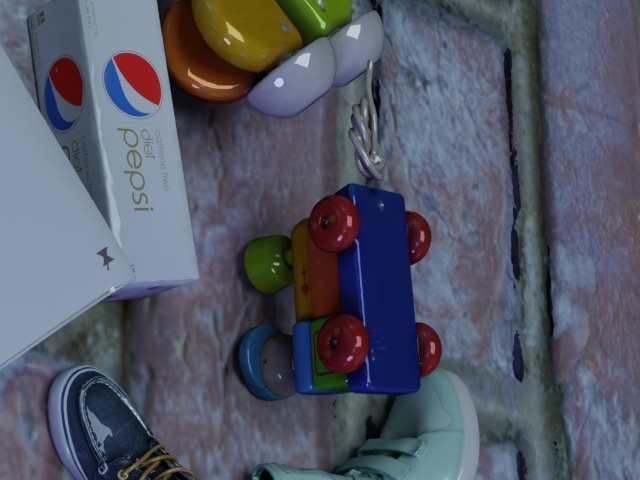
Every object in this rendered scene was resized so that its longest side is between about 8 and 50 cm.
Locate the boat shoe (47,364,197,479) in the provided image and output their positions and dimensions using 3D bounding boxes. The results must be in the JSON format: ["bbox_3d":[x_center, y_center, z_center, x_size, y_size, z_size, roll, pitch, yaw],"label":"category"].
[{"bbox_3d":[-0.112,0.162,0.797,0.065,0.083,0.183,-31,99,-44],"label":"boat shoe"}]

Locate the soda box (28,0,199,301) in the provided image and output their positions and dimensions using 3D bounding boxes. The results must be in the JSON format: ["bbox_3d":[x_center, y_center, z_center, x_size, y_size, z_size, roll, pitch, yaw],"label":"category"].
[{"bbox_3d":[-0.148,-0.068,0.843,0.069,0.074,0.216,-2,78,-43],"label":"soda box"}]

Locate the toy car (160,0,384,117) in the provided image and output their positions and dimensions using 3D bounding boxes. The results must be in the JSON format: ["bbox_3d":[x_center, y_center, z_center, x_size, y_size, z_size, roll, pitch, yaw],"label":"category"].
[{"bbox_3d":[-0.053,-0.165,0.917,0.159,0.136,0.182,53,40,-1],"label":"toy car"}]

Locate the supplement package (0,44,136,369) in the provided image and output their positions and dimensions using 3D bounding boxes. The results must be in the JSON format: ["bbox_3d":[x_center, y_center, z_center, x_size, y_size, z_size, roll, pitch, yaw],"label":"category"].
[{"bbox_3d":[-0.276,0.010,0.651,0.262,0.145,0.204,-38,104,-43],"label":"supplement package"}]

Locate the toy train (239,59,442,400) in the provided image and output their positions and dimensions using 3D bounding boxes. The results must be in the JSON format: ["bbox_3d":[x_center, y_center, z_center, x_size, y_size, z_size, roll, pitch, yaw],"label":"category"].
[{"bbox_3d":[0.000,0.000,0.912,0.105,0.143,0.248,10,70,-47],"label":"toy train"}]

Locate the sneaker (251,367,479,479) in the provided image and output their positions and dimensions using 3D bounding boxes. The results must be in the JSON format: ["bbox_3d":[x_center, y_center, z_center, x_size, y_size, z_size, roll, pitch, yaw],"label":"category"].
[{"bbox_3d":[0.031,0.179,0.920,0.151,0.094,0.256,40,52,-23],"label":"sneaker"}]
